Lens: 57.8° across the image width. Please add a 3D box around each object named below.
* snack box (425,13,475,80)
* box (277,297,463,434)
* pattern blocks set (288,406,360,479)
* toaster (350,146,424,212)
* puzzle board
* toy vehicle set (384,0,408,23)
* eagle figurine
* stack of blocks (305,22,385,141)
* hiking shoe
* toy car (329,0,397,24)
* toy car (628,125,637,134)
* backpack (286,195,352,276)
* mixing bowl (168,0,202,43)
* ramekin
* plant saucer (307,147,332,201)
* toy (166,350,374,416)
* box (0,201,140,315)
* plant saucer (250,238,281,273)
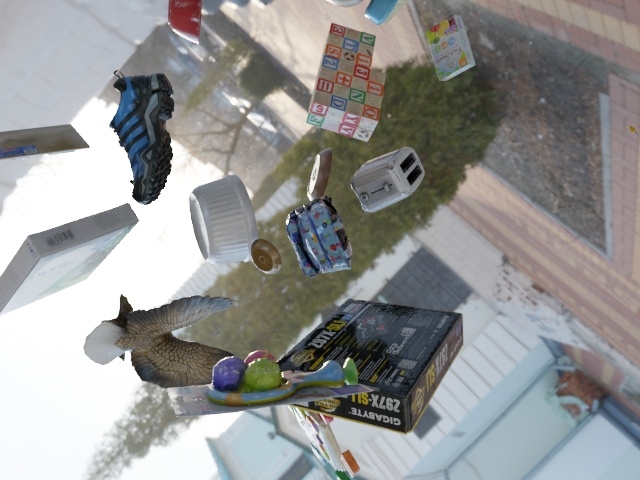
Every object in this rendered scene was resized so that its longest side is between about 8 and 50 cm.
[{"bbox_3d":[0.345,-0.513,1.544,0.037,0.100,0.141,-12,-95,-40],"label":"snack box"},{"bbox_3d":[0.101,0.214,1.084,0.257,0.079,0.322,3,-161,28],"label":"box"},{"bbox_3d":[-0.012,0.393,1.217,0.285,0.026,0.325,20,137,60],"label":"pattern blocks set"},{"bbox_3d":[0.198,-0.179,1.649,0.129,0.146,0.227,62,-143,-13],"label":"toaster"},{"bbox_3d":[-0.434,-0.151,0.892,0.128,0.011,0.096,-16,-140,-34],"label":"puzzle board"},{"bbox_3d":[0.212,-0.726,1.600,0.035,0.166,0.267,2,-178,-11],"label":"toy vehicle set"},{"bbox_3d":[-0.346,0.212,1.305,0.298,0.225,0.226,11,158,27],"label":"eagle figurine"},{"bbox_3d":[0.076,-0.420,1.525,0.171,0.297,0.087,15,150,-8],"label":"stack of blocks"},{"bbox_3d":[-0.412,-0.230,1.318,0.132,0.304,0.113,3,174,6],"label":"hiking shoe"},{"bbox_3d":[0.073,-0.581,1.191,0.219,0.210,0.238,31,-165,-12],"label":"toy car"},{"bbox_3d":[1.003,-0.326,1.757,0.040,0.060,0.122,16,-149,-35],"label":"toy car"},{"bbox_3d":[0.000,0.000,1.199,0.173,0.117,0.158,-113,1,-76],"label":"backpack"},{"bbox_3d":[-0.419,-0.710,1.796,0.098,0.181,0.181,5,-166,-11],"label":"mixing bowl"},{"bbox_3d":[-0.228,-0.042,1.334,0.207,0.109,0.207,46,144,50],"label":"ramekin"},{"bbox_3d":[-0.006,-0.210,1.892,0.036,0.198,0.198,13,-168,-12],"label":"plant saucer"},{"bbox_3d":[-0.067,0.170,0.733,0.237,0.056,0.137,2,178,-19],"label":"toy"},{"bbox_3d":[-0.558,0.044,1.249,0.232,0.322,0.058,-29,-93,-49],"label":"box"},{"bbox_3d":[-0.120,0.037,1.233,0.083,0.083,0.015,44,-136,9],"label":"plant saucer"}]
